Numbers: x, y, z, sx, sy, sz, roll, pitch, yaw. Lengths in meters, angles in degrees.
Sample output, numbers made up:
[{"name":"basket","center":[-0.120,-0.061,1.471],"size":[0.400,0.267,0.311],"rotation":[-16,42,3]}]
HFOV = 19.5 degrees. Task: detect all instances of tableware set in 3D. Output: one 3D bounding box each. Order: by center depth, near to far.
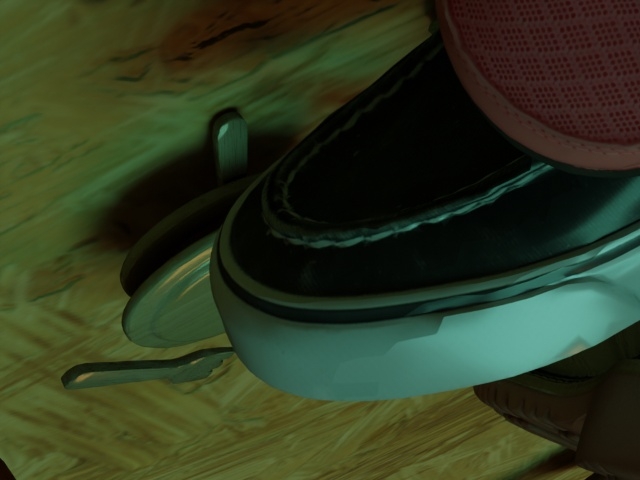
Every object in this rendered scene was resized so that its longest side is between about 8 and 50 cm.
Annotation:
[{"name":"tableware set","center":[0.000,0.000,0.663],"size":[0.128,0.039,0.194],"rotation":[-40,158,28]}]

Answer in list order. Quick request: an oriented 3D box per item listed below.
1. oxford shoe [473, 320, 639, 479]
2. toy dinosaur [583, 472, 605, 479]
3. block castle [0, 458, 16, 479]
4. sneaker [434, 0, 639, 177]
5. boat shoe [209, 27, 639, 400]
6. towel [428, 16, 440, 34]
[{"name":"oxford shoe","center":[0.153,0.023,0.693],"size":[0.140,0.146,0.397],"rotation":[18,178,-5]},{"name":"toy dinosaur","center":[0.228,0.207,1.406],"size":[0.296,0.127,0.200],"rotation":[-26,173,-46]},{"name":"block castle","center":[-0.170,0.193,0.308],"size":[0.303,0.453,0.213],"rotation":[-3,142,-52]},{"name":"sneaker","center":[0.092,-0.121,0.315],"size":[0.136,0.116,0.314],"rotation":[-39,167,-49]},{"name":"boat shoe","center":[0.101,-0.066,0.483],"size":[0.306,0.113,0.105],"rotation":[-24,132,2]},{"name":"towel","center":[0.207,-0.119,0.640],"size":[0.325,0.038,0.248],"rotation":[-32,162,13]}]
